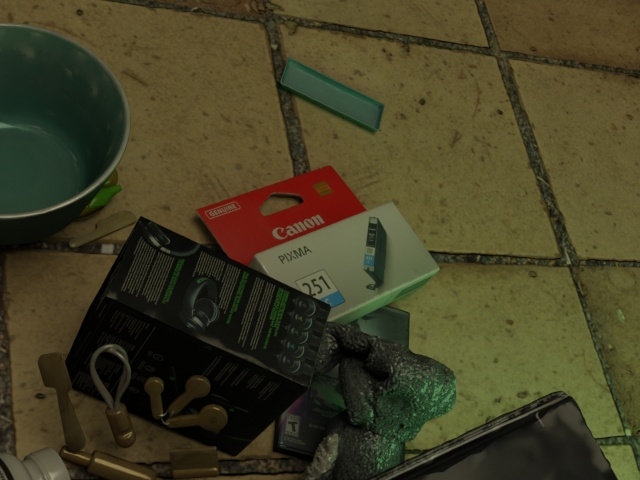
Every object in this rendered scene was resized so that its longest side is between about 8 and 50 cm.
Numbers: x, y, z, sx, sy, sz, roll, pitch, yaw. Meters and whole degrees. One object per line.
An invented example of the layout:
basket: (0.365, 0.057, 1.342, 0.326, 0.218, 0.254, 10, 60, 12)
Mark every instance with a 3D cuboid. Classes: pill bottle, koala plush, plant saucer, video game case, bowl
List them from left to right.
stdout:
pill bottle: (-0.384, 0.305, 1.183, 0.193, 0.108, 0.108, -17, 70, -35)
bowl: (-0.412, -0.118, 1.377, 0.311, 0.163, 0.311, 6, 58, -10)
plant saucer: (0.020, -0.250, 1.809, 0.192, 0.018, 0.067, 24, 52, -12)
video game case: (0.037, 0.200, 1.530, 0.196, 0.026, 0.274, 18, 55, -18)
koala plush: (0.065, 0.248, 1.393, 0.196, 0.203, 0.221, 31, 77, -36)

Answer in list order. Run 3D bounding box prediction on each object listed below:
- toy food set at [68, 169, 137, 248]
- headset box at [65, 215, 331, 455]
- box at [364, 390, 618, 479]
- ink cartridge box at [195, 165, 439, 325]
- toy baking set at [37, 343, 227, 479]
toy food set: (-0.355, -0.089, 1.491, 0.132, 0.038, 0.192, -30, 78, -38)
headset box: (-0.154, 0.134, 1.324, 0.283, 0.246, 0.131, 25, 51, -11)
box: (0.027, 0.419, 1.045, 0.471, 0.480, 0.297, -21, 73, -25)
ink cartridge box: (0.000, 0.000, 1.586, 0.296, 0.066, 0.261, -22, 70, -41)
toy baking set: (-0.232, 0.219, 1.278, 0.256, 0.197, 0.030, 19, 25, -12)
